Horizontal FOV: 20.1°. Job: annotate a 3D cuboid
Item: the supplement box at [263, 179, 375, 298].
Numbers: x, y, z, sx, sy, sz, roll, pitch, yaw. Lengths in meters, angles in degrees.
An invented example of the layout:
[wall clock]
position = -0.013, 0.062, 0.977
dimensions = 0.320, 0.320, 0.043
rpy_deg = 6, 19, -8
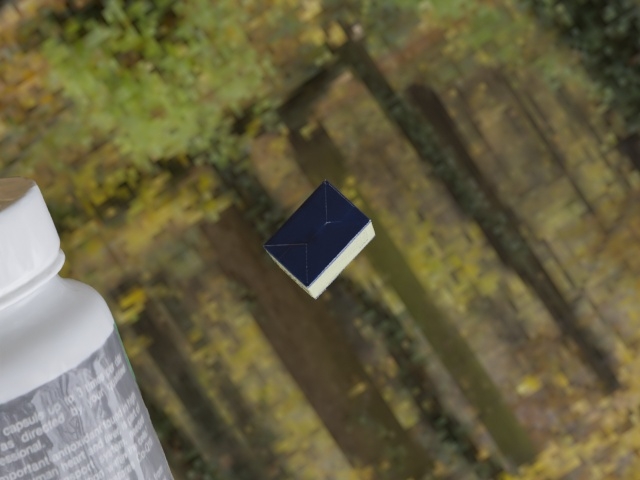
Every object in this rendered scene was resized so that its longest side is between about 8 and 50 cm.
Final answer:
[supplement box]
position = 0.000, 0.000, 1.618
dimensions = 0.083, 0.056, 0.083
rpy_deg = -46, 170, -3

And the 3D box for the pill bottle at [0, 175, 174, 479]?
[pill bottle]
position = -0.219, 0.152, 1.284
dimensions = 0.204, 0.361, 0.204
rpy_deg = -17, -164, 5
